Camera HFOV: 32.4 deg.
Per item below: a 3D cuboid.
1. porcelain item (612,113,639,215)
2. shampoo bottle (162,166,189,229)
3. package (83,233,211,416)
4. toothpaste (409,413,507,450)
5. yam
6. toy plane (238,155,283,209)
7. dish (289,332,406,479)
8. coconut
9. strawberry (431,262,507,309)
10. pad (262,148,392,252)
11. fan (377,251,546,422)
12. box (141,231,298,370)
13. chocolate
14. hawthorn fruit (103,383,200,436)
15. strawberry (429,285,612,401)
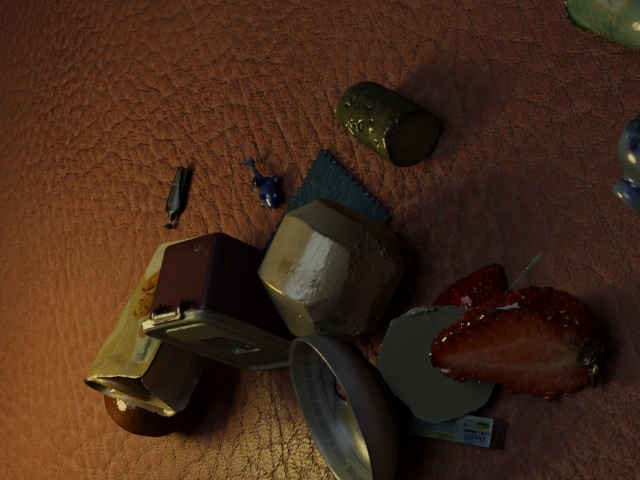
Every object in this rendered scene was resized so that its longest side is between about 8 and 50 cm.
[{"bbox_3d":[0.479,-0.143,1.405,0.259,0.141,0.141,-51,43,10],"label":"porcelain item"},{"bbox_3d":[-0.313,-0.092,2.396,0.048,0.027,0.137,9,83,42],"label":"shampoo bottle"},{"bbox_3d":[-0.268,0.167,2.057,0.221,0.165,0.311,-12,44,48],"label":"package"},{"bbox_3d":[0.202,0.281,1.645,0.164,0.034,0.046,-1,75,50],"label":"toothpaste"},{"bbox_3d":[0.107,-0.206,1.886,0.194,0.107,0.107,41,108,50],"label":"yam"},{"bbox_3d":[-0.117,-0.112,2.161,0.167,0.054,0.062,-120,33,-41],"label":"toy plane"},{"bbox_3d":[0.068,0.257,1.735,0.273,0.134,0.273,51,153,39],"label":"dish"},{"bbox_3d":[0.018,0.059,1.799,0.241,0.241,0.241,-21,61,44],"label":"coconut"},{"bbox_3d":[0.222,0.117,1.660,0.146,0.082,0.187,27,94,42],"label":"strawberry"},{"bbox_3d":[0.000,0.000,2.007,0.269,0.012,0.269,-60,41,15],"label":"pad"},{"bbox_3d":[0.220,0.128,1.605,0.182,0.010,0.310,45,104,8],"label":"fan"},{"bbox_3d":[-0.146,0.109,1.912,0.193,0.294,0.167,-12,62,43],"label":"box"},{"bbox_3d":[0.438,-0.304,1.478,0.110,0.110,0.291,-62,24,13],"label":"chocolate"},{"bbox_3d":[-0.350,0.300,2.184,0.251,0.199,0.199,-39,48,54],"label":"hawthorn fruit"},{"bbox_3d":[0.282,0.125,1.536,0.236,0.106,0.175,16,129,16],"label":"strawberry"}]
